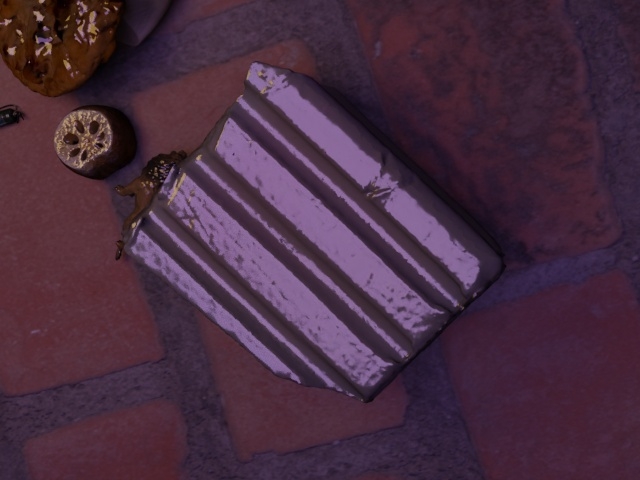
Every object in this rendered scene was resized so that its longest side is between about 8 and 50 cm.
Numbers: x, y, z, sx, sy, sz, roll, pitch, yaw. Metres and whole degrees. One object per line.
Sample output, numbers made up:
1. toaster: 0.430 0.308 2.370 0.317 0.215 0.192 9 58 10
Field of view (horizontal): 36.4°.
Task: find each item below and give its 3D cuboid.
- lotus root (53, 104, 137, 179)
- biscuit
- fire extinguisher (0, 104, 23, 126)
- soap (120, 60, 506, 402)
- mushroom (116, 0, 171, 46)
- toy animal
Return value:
1. lotus root: -0.356 -0.157 1.514 0.122 0.081 0.112 -31 84 13
2. biscuit: -0.411 -0.382 1.435 0.289 0.081 0.334 -27 79 35
3. fire extinguisher: -0.514 -0.198 1.560 0.083 0.025 0.038 -13 72 12
4. soap: 0.000 0.000 1.396 0.435 0.213 0.350 41 100 3
5. mushroom: -0.253 -0.397 1.457 0.116 0.093 0.225 42 94 -16
6. toy animal: -0.279 -0.058 1.506 0.086 0.069 0.220 50 123 34
